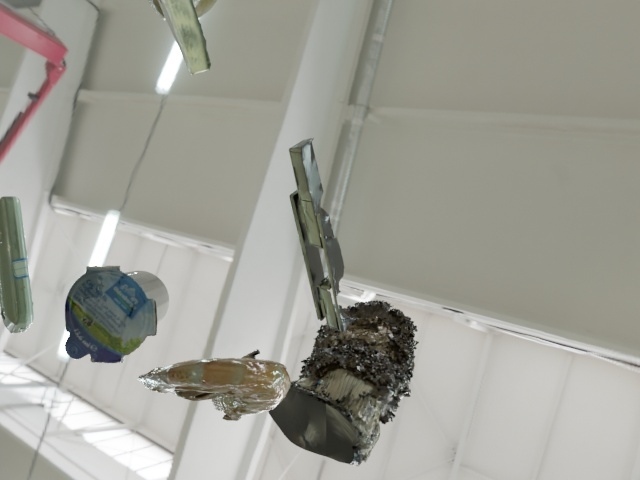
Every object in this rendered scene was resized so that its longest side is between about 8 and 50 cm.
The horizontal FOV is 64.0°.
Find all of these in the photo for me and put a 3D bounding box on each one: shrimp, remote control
[{"bbox_3d":[-0.079,0.108,0.364,0.162,0.095,0.045,135,-53,-59],"label":"shrimp"},{"bbox_3d":[-0.774,0.060,1.281,0.128,0.066,0.335,-33,-112,48],"label":"remote control"}]

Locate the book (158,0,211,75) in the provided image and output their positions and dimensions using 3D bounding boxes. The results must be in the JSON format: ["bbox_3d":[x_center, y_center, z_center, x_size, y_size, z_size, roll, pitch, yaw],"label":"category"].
[{"bbox_3d":[-0.201,-0.377,0.482,0.043,0.260,0.370,-22,-110,-10],"label":"book"}]

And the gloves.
[{"bbox_3d":[0.050,0.212,0.829,0.210,0.312,0.135,-9,-71,40],"label":"gloves"}]

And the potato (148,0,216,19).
[{"bbox_3d":[-0.262,-0.512,0.982,0.159,0.174,0.251,-7,-130,18],"label":"potato"}]

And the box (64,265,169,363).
[{"bbox_3d":[-0.567,0.208,1.470,0.262,0.206,0.291,42,-81,3],"label":"box"}]

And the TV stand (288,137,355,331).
[{"bbox_3d":[0.000,0.000,0.625,0.042,0.036,0.249,8,-57,36],"label":"TV stand"}]
